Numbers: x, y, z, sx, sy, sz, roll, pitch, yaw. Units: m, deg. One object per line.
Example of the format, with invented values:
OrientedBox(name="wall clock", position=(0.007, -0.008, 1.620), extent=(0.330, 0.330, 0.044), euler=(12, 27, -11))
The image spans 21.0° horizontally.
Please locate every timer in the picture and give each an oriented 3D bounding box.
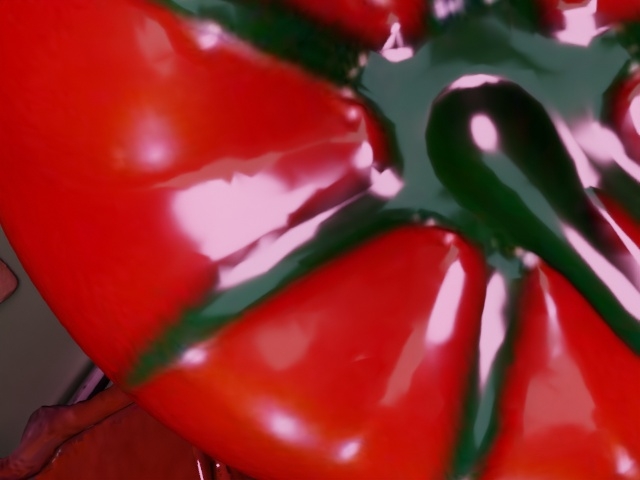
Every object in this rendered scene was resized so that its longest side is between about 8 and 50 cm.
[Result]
OrientedBox(name="timer", position=(0.063, -0.086, 0.597), extent=(0.378, 0.279, 0.378), euler=(3, 119, 5))

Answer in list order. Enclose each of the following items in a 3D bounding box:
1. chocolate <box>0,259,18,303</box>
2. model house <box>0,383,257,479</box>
OrientedBox(name="chocolate", position=(-0.202, 0.006, 0.868), extent=(0.064, 0.031, 0.100), euler=(-20, 123, 15))
OrientedBox(name="model house", position=(-0.037, 0.179, 0.901), extent=(0.196, 0.160, 0.254), euler=(-33, 145, 33))
